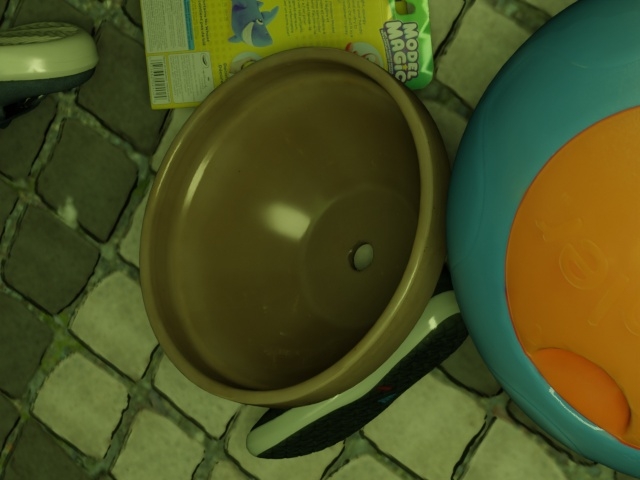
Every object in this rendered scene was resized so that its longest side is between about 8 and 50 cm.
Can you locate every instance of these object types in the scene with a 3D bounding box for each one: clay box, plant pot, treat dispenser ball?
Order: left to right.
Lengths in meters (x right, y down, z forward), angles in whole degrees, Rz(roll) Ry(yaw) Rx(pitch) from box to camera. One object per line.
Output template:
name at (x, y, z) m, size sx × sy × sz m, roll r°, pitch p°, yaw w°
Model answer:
clay box at (-0.021, -0.163, 0.992) m, size 0.222 × 0.053 × 0.127 m, roll -1°, pitch 100°, yaw 24°
plant pot at (0.000, 0.000, 0.940) m, size 0.237 × 0.109 × 0.237 m, roll -12°, pitch 69°, yaw 33°
treat dispenser ball at (0.214, -0.008, 0.774) m, size 0.288 × 0.288 × 0.288 m, roll 4°, pitch 100°, yaw 25°

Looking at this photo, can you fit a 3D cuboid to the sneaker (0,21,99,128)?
sneaker at (-0.308, -0.076, 1.114) m, size 0.350 × 0.131 × 0.148 m, roll -8°, pitch 102°, yaw 32°

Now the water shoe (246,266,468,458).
water shoe at (0.021, 0.084, 1.015) m, size 0.203 × 0.073 × 0.080 m, roll -38°, pitch 61°, yaw 21°
